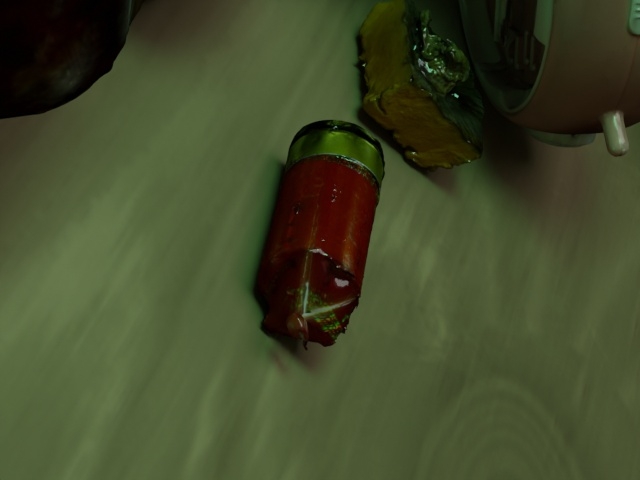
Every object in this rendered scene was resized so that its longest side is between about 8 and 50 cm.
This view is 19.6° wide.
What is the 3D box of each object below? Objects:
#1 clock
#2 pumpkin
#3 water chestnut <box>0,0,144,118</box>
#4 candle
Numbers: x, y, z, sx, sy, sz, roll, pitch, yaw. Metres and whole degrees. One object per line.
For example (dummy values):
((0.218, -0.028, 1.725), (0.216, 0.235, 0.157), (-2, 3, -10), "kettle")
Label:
((0.164, -0.172, 1.089), (0.142, 0.241, 0.227), (-2, 24, -13), "clock")
((0.060, -0.090, 1.043), (0.074, 0.054, 0.083), (40, 32, -35), "pumpkin")
((-0.142, -0.189, 0.678), (0.244, 0.289, 0.289), (68, 10, -59), "water chestnut")
((0.000, 0.000, 0.888), (0.052, 0.052, 0.130), (41, 37, -26), "candle")
